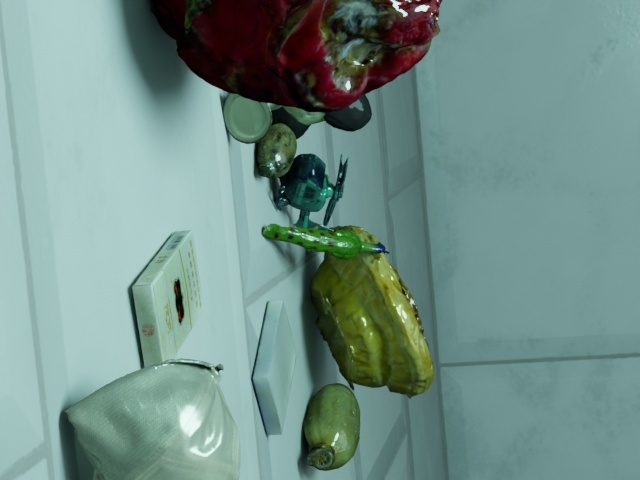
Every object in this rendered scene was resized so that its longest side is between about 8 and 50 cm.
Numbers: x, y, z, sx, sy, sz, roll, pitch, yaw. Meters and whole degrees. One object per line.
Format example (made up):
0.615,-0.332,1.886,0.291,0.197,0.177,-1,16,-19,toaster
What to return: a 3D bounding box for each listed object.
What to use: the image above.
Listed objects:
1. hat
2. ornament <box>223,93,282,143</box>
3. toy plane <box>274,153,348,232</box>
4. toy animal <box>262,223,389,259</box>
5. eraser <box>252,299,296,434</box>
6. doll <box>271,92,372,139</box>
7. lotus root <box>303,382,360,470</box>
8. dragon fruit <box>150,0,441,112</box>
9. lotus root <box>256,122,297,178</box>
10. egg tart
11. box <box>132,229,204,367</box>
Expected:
-0.121,0.233,1.219,0.219,0.164,0.226,55,12,-68,hat
-0.070,-0.186,1.791,0.156,0.081,0.075,-67,155,-58,ornament
-0.015,-0.064,2.000,0.235,0.096,0.060,105,-10,-65,toy plane
-0.009,-0.002,1.982,0.217,0.075,0.041,11,92,-36,toy animal
-0.058,0.163,1.867,0.150,0.023,0.104,-80,162,-51,eraser
-0.004,-0.234,1.993,0.234,0.143,0.135,-77,154,-55,doll
0.018,0.274,2.078,0.183,0.077,0.090,-73,156,-66,lotus root
-0.025,-0.282,1.462,0.329,0.329,0.329,-4,90,-79,dragon fruit
-0.058,-0.114,1.900,0.099,0.049,0.054,-71,158,-50,lotus root
0.060,0.111,2.135,0.290,0.115,0.290,60,-14,25,egg tart
-0.148,0.057,1.427,0.167,0.024,0.090,-66,151,-70,box
